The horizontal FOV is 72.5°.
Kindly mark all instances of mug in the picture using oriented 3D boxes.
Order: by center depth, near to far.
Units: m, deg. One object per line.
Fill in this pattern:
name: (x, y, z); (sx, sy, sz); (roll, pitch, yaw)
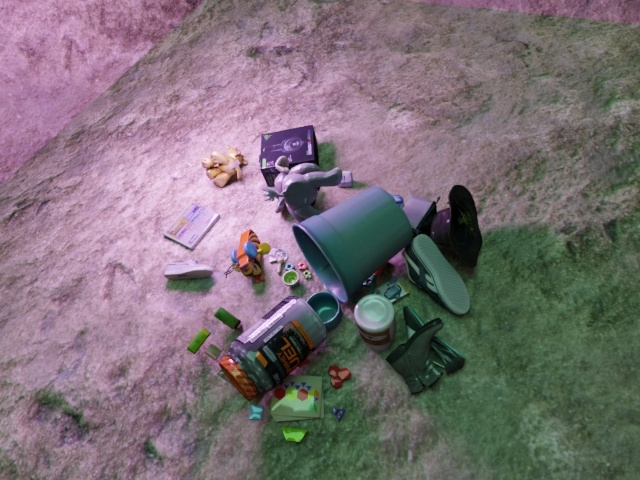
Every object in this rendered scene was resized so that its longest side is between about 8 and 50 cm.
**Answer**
mug: (0.006, 0.262, 1.634); (0.129, 0.097, 0.157); (-40, 56, -14)

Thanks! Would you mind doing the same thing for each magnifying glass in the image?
magnifying glass: (0.196, 0.154, 1.694); (0.092, 0.026, 0.231); (8, 49, 46)

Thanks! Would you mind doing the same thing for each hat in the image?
hat: (0.492, -0.049, 1.639); (0.133, 0.331, 0.331); (-11, 51, 37)

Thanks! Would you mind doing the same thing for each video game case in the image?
video game case: (-0.606, -0.075, 2.052); (0.193, 0.023, 0.212); (23, 65, 26)

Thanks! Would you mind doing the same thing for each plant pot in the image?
plant pot: (0.127, -0.005, 1.578); (0.334, 0.341, 0.341); (-34, 56, -14)

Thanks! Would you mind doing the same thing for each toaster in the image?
toaster: (0.387, -0.075, 1.728); (0.110, 0.168, 0.186); (25, 66, 28)

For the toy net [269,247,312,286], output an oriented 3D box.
toy net: (-0.137, 0.093, 1.814); (0.122, 0.045, 0.232); (-34, 56, -10)

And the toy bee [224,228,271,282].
toy bee: (-0.300, 0.094, 1.810); (0.195, 0.162, 0.298); (-17, 33, 41)

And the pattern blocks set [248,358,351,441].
pattern blocks set: (-0.074, 0.535, 1.493); (0.324, 0.026, 0.286); (9, 59, 9)

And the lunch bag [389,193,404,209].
lunch bag: (0.236, -0.133, 1.813); (0.218, 0.090, 0.176); (-8, 13, 8)

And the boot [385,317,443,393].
boot: (0.347, 0.379, 1.428); (0.161, 0.083, 0.246); (48, 111, 14)

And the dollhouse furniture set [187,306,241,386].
dollhouse furniture set: (-0.313, 0.413, 1.626); (0.301, 0.151, 0.198); (37, 75, 0)

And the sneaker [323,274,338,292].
sneaker: (0.047, 0.132, 1.734); (0.084, 0.058, 0.152); (-18, 58, 8)

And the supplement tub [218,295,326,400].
supplement tub: (-0.160, 0.361, 1.474); (0.338, 0.207, 0.207); (-39, 56, -25)

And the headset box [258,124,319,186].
headset box: (-0.156, -0.409, 2.106); (0.283, 0.131, 0.246); (-8, 55, 8)

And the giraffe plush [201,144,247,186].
giraffe plush: (-0.457, -0.391, 2.161); (0.210, 0.181, 0.170); (-10, 33, 19)

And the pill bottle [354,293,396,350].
pill bottle: (0.192, 0.290, 1.489); (0.131, 0.229, 0.131); (-6, 56, 9)

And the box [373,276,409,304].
box: (0.260, 0.204, 1.657); (0.136, 0.028, 0.081); (-28, 54, -8)

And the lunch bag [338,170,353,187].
lunch bag: (0.109, -0.282, 1.986); (0.071, 0.083, 0.053); (-1, 56, 12)

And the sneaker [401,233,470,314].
sneaker: (0.422, 0.137, 1.615); (0.126, 0.127, 0.321); (-22, 76, -34)

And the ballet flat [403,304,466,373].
ballet flat: (0.365, 0.345, 1.501); (0.096, 0.095, 0.280); (-46, 57, 0)

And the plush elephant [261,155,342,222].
plush elephant: (-0.100, -0.228, 1.907); (0.329, 0.272, 0.255); (4, 25, -12)

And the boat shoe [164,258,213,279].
boat shoe: (-0.566, 0.117, 1.877); (0.227, 0.079, 0.081); (-6, 60, 13)
